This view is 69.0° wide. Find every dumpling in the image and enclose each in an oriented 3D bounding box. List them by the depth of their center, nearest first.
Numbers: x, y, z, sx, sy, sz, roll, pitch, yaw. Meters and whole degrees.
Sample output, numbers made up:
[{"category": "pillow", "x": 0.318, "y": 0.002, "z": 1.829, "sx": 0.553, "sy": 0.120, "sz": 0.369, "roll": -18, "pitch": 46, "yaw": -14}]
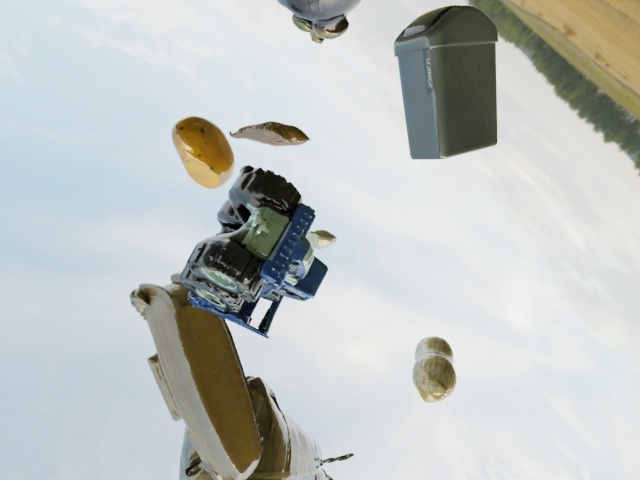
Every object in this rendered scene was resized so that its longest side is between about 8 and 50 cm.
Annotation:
[{"category": "dumpling", "x": 0.001, "y": 0.001, "z": 1.194, "sx": 0.077, "sy": 0.059, "sz": 0.043, "roll": -4, "pitch": -129, "yaw": -43}]

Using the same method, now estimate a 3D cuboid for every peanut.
[{"category": "peanut", "x": 0.232, "y": 0.257, "z": 0.951, "sx": 0.087, "sy": 0.087, "sz": 0.206, "roll": 43, "pitch": -162, "yaw": 2}]

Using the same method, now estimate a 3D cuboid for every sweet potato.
[{"category": "sweet potato", "x": -0.124, "y": -0.257, "z": 1.120, "sx": 0.205, "sy": 0.060, "sz": 0.068, "roll": 5, "pitch": -177, "yaw": 16}]

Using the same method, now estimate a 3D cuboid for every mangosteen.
[{"category": "mangosteen", "x": -0.005, "y": -0.647, "z": 1.176, "sx": 0.274, "sy": 0.302, "sz": 0.275, "roll": 0, "pitch": -127, "yaw": 0}]

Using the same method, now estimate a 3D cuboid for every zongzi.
[{"category": "zongzi", "x": -0.132, "y": 0.582, "z": 0.933, "sx": 0.500, "sy": 0.218, "sz": 0.467, "roll": 58, "pitch": -147, "yaw": -43}]

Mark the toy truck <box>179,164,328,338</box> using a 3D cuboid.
[{"category": "toy truck", "x": -0.068, "y": 0.024, "z": 0.494, "sx": 0.126, "sy": 0.208, "sz": 0.113, "roll": 31, "pitch": -114, "yaw": -11}]

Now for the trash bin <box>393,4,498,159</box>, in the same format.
[{"category": "trash bin", "x": 0.218, "y": -0.266, "z": 0.790, "sx": 0.176, "sy": 0.101, "sz": 0.237, "roll": -18, "pitch": -73, "yaw": -34}]

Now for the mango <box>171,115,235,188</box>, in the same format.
[{"category": "mango", "x": -0.382, "y": -0.298, "z": 1.517, "sx": 0.290, "sy": 0.159, "sz": 0.191, "roll": 56, "pitch": -147, "yaw": -61}]

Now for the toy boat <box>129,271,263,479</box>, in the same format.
[{"category": "toy boat", "x": -0.171, "y": 0.201, "z": 0.650, "sx": 0.089, "sy": 0.121, "sz": 0.321, "roll": -28, "pitch": -77, "yaw": -50}]
